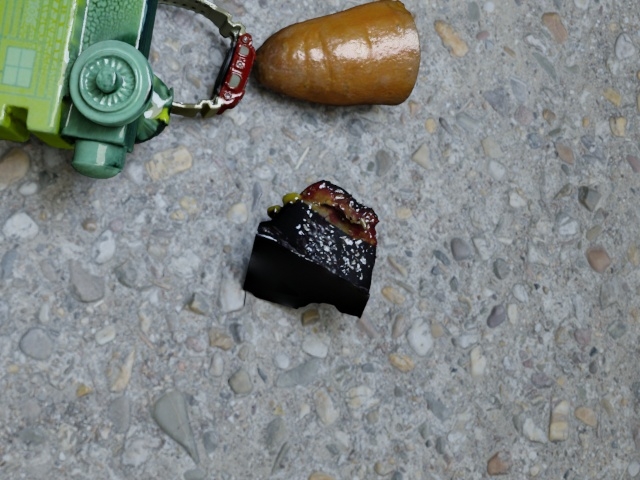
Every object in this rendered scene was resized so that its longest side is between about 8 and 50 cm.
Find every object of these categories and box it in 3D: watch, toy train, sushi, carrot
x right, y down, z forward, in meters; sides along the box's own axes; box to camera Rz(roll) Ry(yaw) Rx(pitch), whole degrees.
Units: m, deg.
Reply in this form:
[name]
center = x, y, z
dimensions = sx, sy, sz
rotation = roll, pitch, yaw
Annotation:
[watch]
center = -0.223, -0.266, 1.462
dimensions = 0.268, 0.102, 0.165
rotation = 10, 79, -16
[toy train]
center = -0.311, -0.305, 1.333
dimensions = 0.272, 0.179, 0.442
rotation = 9, 86, 0
[sushi]
center = 0.000, 0.000, 1.495
dimensions = 0.172, 0.153, 0.150
rotation = 17, 55, -1
[carrot]
center = 0.011, -0.271, 1.544
dimensions = 0.225, 0.159, 0.159
rotation = -5, 84, -18
